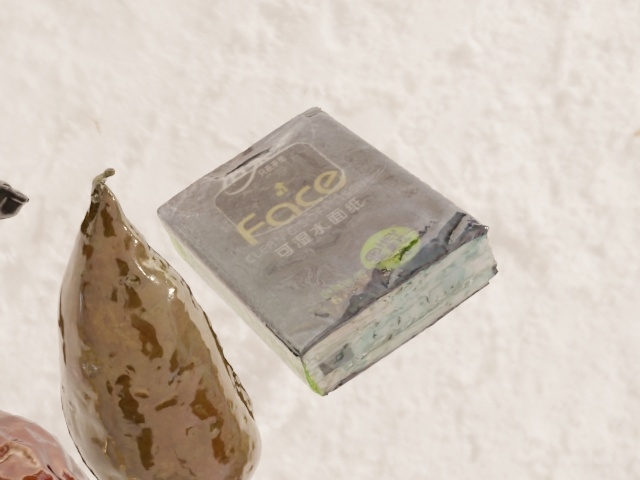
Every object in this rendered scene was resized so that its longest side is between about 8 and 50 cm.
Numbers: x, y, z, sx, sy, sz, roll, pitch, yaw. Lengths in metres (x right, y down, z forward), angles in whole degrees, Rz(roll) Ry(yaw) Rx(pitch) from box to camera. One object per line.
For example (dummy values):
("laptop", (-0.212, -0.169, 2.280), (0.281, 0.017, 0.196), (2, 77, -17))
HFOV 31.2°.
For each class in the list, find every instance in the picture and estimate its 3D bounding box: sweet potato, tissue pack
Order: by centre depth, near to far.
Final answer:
("sweet potato", (-0.058, 0.093, 0.493), (0.075, 0.075, 0.269), (-32, 125, -13))
("tissue pack", (0.000, 0.000, 0.885), (0.173, 0.235, 0.073), (-33, 132, -14))

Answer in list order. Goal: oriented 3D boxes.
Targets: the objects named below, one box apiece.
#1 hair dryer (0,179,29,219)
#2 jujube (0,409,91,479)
("hair dryer", (-0.228, -0.046, 0.327), (0.189, 0.106, 0.344), (-30, 148, 25))
("jujube", (-0.267, 0.261, 0.975), (0.197, 0.290, 0.197), (-42, 156, -24))
